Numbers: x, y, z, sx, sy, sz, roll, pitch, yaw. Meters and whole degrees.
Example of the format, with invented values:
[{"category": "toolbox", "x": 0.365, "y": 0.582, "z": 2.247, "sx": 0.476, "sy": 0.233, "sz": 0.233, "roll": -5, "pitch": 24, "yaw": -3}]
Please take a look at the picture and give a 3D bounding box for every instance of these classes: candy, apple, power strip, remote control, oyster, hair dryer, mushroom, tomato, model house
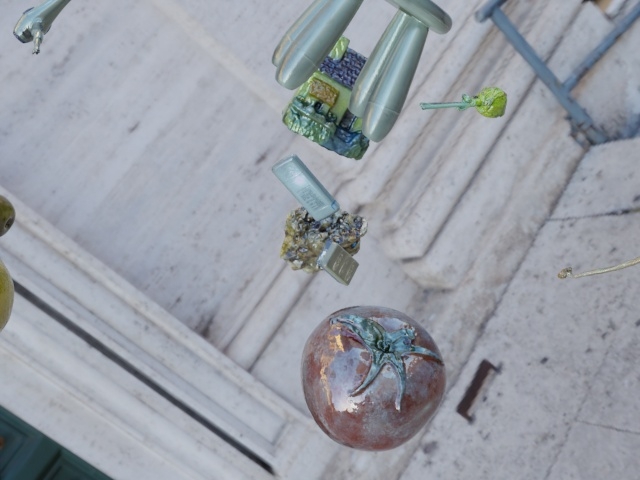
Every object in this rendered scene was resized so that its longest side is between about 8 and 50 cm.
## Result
[{"category": "candy", "x": 0.341, "y": -0.326, "z": 1.708, "sx": 0.073, "sy": 0.262, "sz": 0.077, "roll": 57, "pitch": 141, "yaw": 34}, {"category": "apple", "x": -0.633, "y": -0.048, "z": 1.380, "sx": 0.089, "sy": 0.074, "sz": 0.089, "roll": -64, "pitch": 4, "yaw": 7}, {"category": "power strip", "x": 0.035, "y": 0.046, "z": 1.464, "sx": 0.032, "sy": 0.123, "sz": 0.056, "roll": 21, "pitch": 78, "yaw": 32}, {"category": "remote control", "x": -0.023, "y": -0.083, "z": 1.139, "sx": 0.053, "sy": 0.124, "sz": 0.018, "roll": -28, "pitch": 27, "yaw": 32}, {"category": "oyster", "x": 0.000, "y": 0.000, "z": 1.921, "sx": 0.083, "sy": 0.214, "sz": 0.223, "roll": -57, "pitch": -12, "yaw": -72}, {"category": "hair dryer", "x": -0.622, "y": -0.506, "z": 1.644, "sx": 0.167, "sy": 0.067, "sz": 0.199, "roll": -49, "pitch": 40, "yaw": -2}, {"category": "mushroom", "x": 0.553, "y": 0.036, "z": 1.263, "sx": 0.286, "sy": 0.026, "sz": 0.028, "roll": -17, "pitch": 60, "yaw": 41}, {"category": "tomato", "x": 0.111, "y": 0.289, "z": 1.539, "sx": 0.317, "sy": 0.316, "sz": 0.282, "roll": -68, "pitch": -1, "yaw": -48}, {"category": "model house", "x": 0.048, "y": -0.305, "z": 1.509, "sx": 0.211, "sy": 0.194, "sz": 0.170, "roll": -60, "pitch": 9, "yaw": 16}]

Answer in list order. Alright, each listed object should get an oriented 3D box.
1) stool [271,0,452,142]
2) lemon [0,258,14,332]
[{"category": "stool", "x": 0.052, "y": -0.276, "z": 1.002, "sx": 0.199, "sy": 0.195, "sz": 0.195, "roll": -56, "pitch": 17, "yaw": 14}, {"category": "lemon", "x": -0.693, "y": 0.109, "z": 1.283, "sx": 0.240, "sy": 0.240, "sz": 0.219, "roll": -46, "pitch": -2, "yaw": 12}]
